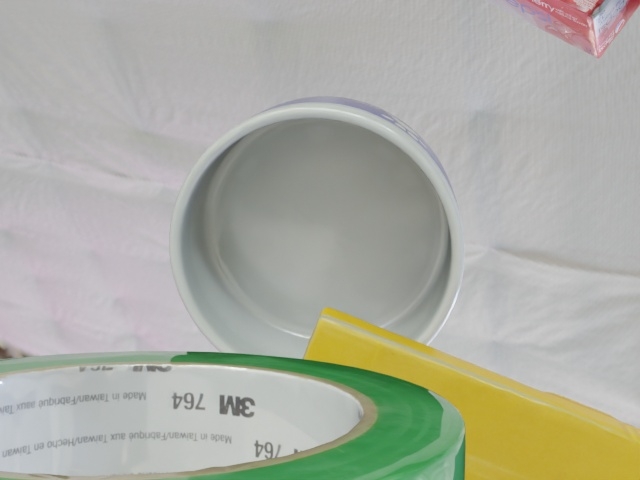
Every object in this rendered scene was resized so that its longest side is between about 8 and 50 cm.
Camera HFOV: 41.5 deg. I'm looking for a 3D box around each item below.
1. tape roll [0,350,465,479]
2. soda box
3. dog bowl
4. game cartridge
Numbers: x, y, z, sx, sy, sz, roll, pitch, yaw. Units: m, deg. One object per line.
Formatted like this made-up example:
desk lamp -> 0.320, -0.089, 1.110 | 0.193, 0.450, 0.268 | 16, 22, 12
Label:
tape roll -> -0.091, 0.117, 0.419 | 0.321, 0.321, 0.077 | 2, -88, 36
soda box -> 0.202, -0.297, 0.885 | 0.263, 0.083, 0.092 | 38, 0, 28
dog bowl -> 0.000, 0.000, 0.793 | 0.265, 0.104, 0.264 | 2, -74, 7
game cartridge -> 0.102, 0.240, 0.682 | 0.324, 0.052, 0.285 | 21, -80, 2
